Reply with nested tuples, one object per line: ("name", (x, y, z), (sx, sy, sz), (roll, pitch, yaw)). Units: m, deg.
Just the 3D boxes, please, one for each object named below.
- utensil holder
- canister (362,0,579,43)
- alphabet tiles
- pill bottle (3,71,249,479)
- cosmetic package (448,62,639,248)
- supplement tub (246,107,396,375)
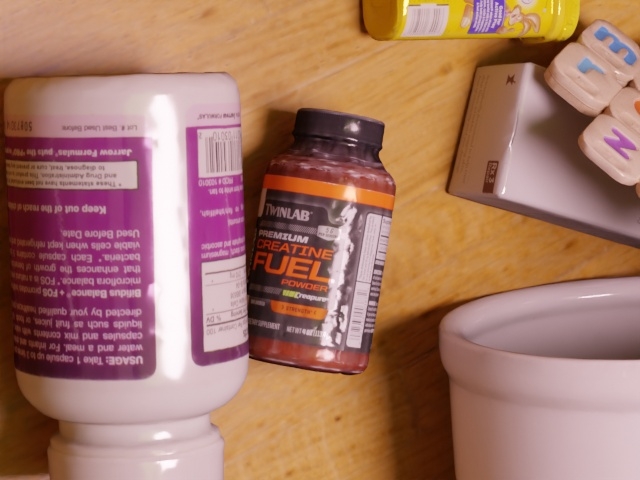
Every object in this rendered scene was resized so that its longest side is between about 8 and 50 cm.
("utensil holder", (0.269, 0.245, 1.471), (0.328, 0.328, 0.385), (-8, 99, -29))
("canister", (0.120, -0.222, 1.490), (0.170, 0.073, 0.126), (-4, 97, -28))
("alphabet tiles", (0.311, -0.069, 1.494), (0.284, 0.021, 0.278), (40, 34, 5))
("pill bottle", (-0.136, 0.032, 1.311), (0.169, 0.169, 0.301), (-4, 96, -29))
("cosmetic package", (0.231, -0.066, 1.561), (0.231, 0.085, 0.117), (16, 85, -28))
("supplement tub", (0.000, 0.000, 1.422), (0.106, 0.106, 0.197), (9, 89, -30))
